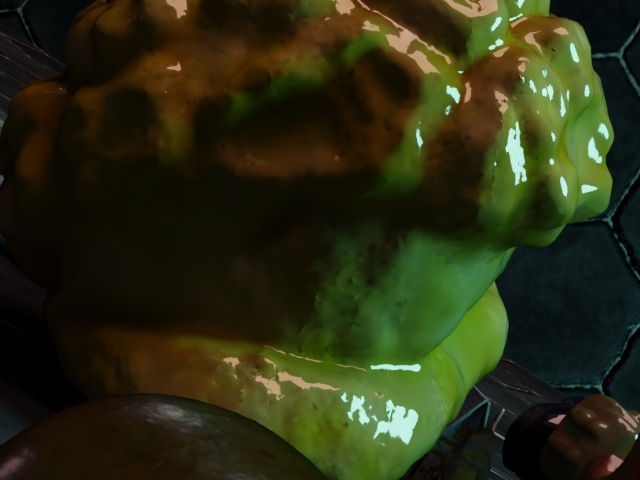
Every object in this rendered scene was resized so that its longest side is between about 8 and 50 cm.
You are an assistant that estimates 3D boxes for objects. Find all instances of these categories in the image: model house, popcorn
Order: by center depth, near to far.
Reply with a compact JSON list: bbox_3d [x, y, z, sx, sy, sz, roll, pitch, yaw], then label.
[{"bbox_3d":[0.000,0.000,1.015,0.349,0.349,0.381,26,45,-54],"label":"popcorn"},{"bbox_3d":[0.062,0.124,1.296,0.167,0.088,0.117,30,5,-12],"label":"model house"}]

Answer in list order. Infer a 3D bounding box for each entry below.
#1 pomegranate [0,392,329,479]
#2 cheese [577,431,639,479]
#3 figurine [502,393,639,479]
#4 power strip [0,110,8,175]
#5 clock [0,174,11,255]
[{"bbox_3d":[-0.058,0.115,0.436,0.191,0.131,0.152,-3,34,-41],"label":"pomegranate"},{"bbox_3d":[0.179,0.152,0.828,0.128,0.177,0.203,32,27,-8],"label":"cheese"},{"bbox_3d":[0.266,0.207,1.180,0.205,0.185,0.332,-8,25,-19],"label":"figurine"},{"bbox_3d":[-0.252,-0.069,1.594,0.286,0.048,0.080,31,3,6],"label":"power strip"},{"bbox_3d":[-0.169,0.007,1.310,0.108,0.045,0.147,36,5,34],"label":"clock"}]
